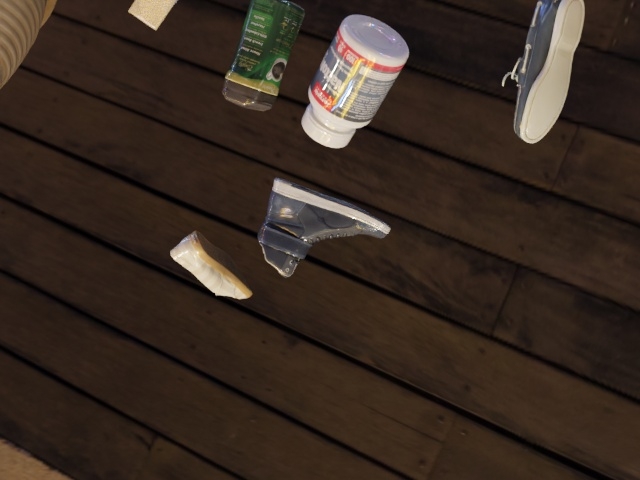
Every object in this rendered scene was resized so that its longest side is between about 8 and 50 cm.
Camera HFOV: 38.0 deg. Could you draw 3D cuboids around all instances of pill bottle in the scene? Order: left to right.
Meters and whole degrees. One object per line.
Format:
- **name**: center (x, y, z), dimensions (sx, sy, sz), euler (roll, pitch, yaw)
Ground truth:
- **pill bottle**: center (0.044, -0.228, 1.364), dimensions (0.108, 0.108, 0.180), euler (44, 129, 18)

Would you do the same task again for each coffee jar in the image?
- **coffee jar**: center (-0.095, -0.304, 1.512), dimensions (0.079, 0.096, 0.184), euler (23, 99, 20)

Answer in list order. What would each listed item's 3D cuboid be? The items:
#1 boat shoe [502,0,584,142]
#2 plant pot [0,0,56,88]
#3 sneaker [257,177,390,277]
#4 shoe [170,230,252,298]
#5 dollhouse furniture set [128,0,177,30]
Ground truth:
- **boat shoe**: center (0.371, -0.294, 1.575), dimensions (0.079, 0.095, 0.254), euler (23, 105, 44)
- **plant pot**: center (-0.308, -0.154, 0.684), dimensions (0.237, 0.237, 0.110), euler (-18, 76, 8)
- **sneaker**: center (-0.001, 0.000, 1.661), dimensions (0.226, 0.086, 0.163), euler (19, 94, -8)
- **shoe**: center (-0.191, 0.052, 1.655), dimensions (0.058, 0.219, 0.076), euler (-34, 53, 6)
- **dollhouse furniture set**: center (-0.407, -0.699, 1.969), dimensions (0.394, 0.362, 0.256), euler (34, 112, -15)
